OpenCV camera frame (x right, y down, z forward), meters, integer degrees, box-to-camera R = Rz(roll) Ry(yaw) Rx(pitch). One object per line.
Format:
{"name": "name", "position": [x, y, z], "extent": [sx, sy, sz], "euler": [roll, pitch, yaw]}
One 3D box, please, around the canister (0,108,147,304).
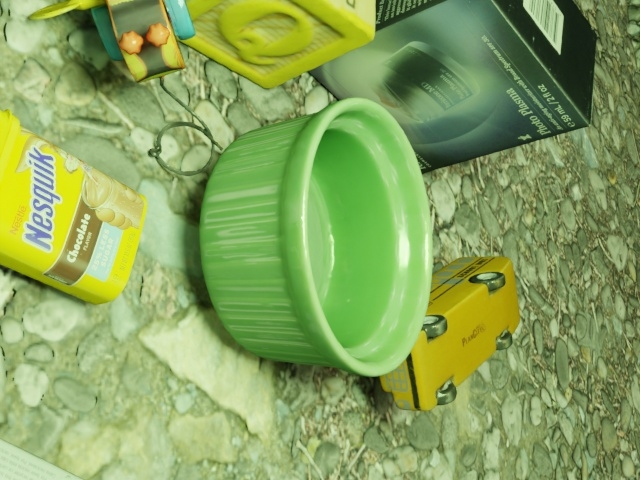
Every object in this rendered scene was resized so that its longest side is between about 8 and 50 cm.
{"name": "canister", "position": [-0.249, -0.026, 0.727], "extent": [0.170, 0.073, 0.126], "euler": [32, 56, -41]}

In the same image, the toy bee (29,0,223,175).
{"name": "toy bee", "position": [-0.167, -0.227, 0.794], "extent": [0.195, 0.162, 0.298], "euler": [-40, 97, -2]}

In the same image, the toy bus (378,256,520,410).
{"name": "toy bus", "position": [0.174, 0.118, 1.116], "extent": [0.332, 0.130, 0.108], "euler": [-26, 110, -50]}

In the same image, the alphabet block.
{"name": "alphabet block", "position": [-0.059, -0.329, 0.953], "extent": [0.193, 0.192, 0.197], "euler": [21, 62, -42]}

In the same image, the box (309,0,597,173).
{"name": "box", "position": [0.187, -0.266, 1.134], "extent": [0.296, 0.294, 0.183], "euler": [37, 55, -36]}

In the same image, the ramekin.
{"name": "ramekin", "position": [0.000, 0.000, 0.909], "extent": [0.303, 0.148, 0.303], "euler": [12, 76, -58]}

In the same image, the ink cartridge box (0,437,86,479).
{"name": "ink cartridge box", "position": [-0.316, 0.240, 0.469], "extent": [0.324, 0.071, 0.330], "euler": [36, 40, -21]}
